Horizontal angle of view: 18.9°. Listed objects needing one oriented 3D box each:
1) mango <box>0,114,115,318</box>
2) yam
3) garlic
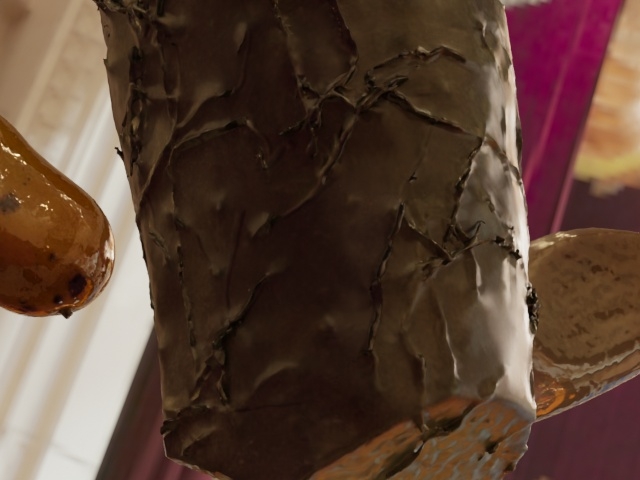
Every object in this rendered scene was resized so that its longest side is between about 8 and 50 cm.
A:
[{"bbox_3d":[-0.234,-0.016,1.440,0.178,0.115,0.090,44,-29,-2],"label":"mango"},{"bbox_3d":[0.005,0.000,0.921,0.201,0.271,0.202,-9,-17,42],"label":"yam"},{"bbox_3d":[0.209,0.068,1.656,0.318,0.143,0.112,-19,-6,-27],"label":"garlic"}]
